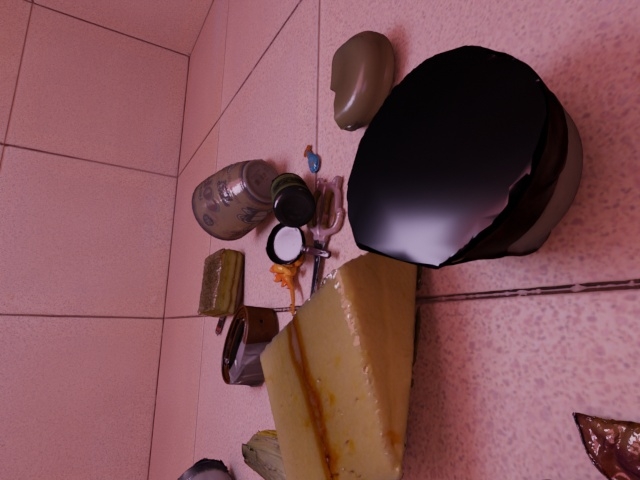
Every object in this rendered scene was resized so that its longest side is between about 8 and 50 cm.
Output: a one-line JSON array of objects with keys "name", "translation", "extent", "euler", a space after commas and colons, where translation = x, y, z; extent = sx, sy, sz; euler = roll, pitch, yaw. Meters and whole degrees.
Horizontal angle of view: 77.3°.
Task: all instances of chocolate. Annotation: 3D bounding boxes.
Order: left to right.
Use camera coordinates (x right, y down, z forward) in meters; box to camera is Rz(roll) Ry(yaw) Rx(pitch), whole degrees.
[{"name": "chocolate", "translation": [0.192, -0.081, 0.512], "extent": [0.284, 0.186, 0.283], "euler": [-31, 50, 45]}]

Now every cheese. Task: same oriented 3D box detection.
[{"name": "cheese", "translation": [-0.025, -0.221, 1.087], "extent": [0.047, 0.017, 0.111], "euler": [-58, 37, 30]}, {"name": "cheese", "translation": [0.082, -0.337, 0.860], "extent": [0.175, 0.091, 0.202], "euler": [2, 84, 62]}]

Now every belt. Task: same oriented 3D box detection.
[{"name": "belt", "translation": [-0.215, 0.317, 1.197], "extent": [0.184, 0.105, 0.261], "euler": [46, 119, 56]}]

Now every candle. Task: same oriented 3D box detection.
[{"name": "candle", "translation": [-0.309, 0.810, 1.162], "extent": [0.330, 0.188, 0.187], "euler": [21, 101, 57]}]

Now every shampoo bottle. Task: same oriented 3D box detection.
[{"name": "shampoo bottle", "translation": [-0.080, -0.121, 1.049], "extent": [0.283, 0.101, 0.101], "euler": [-114, 40, -68]}]

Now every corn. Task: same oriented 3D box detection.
[{"name": "corn", "translation": [-0.082, 0.503, 0.898], "extent": [0.305, 0.124, 0.122], "euler": [-24, 64, 57]}]

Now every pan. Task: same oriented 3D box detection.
[{"name": "pan", "translation": [-0.050, 0.016, 0.991], "extent": [0.212, 0.040, 0.114], "euler": [12, 90, 38]}]

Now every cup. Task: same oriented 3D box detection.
[{"name": "cup", "translation": [-0.230, -0.166, 1.287], "extent": [0.257, 0.227, 0.300], "euler": [-22, 34, 42]}]

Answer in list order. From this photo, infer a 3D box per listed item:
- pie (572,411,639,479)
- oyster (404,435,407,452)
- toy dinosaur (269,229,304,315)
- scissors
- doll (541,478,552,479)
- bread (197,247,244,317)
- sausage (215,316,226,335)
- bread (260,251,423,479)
[{"name": "pie", "translation": [0.325, 0.204, 0.362], "extent": [0.170, 0.034, 0.091], "euler": [-34, 51, 51]}, {"name": "oyster", "translation": [0.081, 0.345, 0.707], "extent": [0.191, 0.081, 0.163], "euler": [-43, 43, 43]}, {"name": "toy dinosaur", "translation": [-0.099, 0.063, 1.091], "extent": [0.117, 0.071, 0.287], "euler": [-20, 70, 51]}, {"name": "scissors", "translation": [0.000, 0.000, 0.983], "extent": [0.160, 0.024, 0.316], "euler": [8, 90, 58]}, {"name": "doll", "translation": [0.260, 0.320, 0.383], "extent": [0.241, 0.099, 0.135], "euler": [-20, 43, 56]}, {"name": "bread", "translation": [-0.362, 0.159, 1.472], "extent": [0.184, 0.111, 0.233], "euler": [-24, 57, 50]}, {"name": "sausage", "translation": [-0.378, 0.296, 1.559], "extent": [0.028, 0.025, 0.198], "euler": [31, 115, 20]}, {"name": "bread", "translation": [0.067, 0.248, 0.701], "extent": [0.346, 0.242, 0.404], "euler": [-38, 68, 48]}]
